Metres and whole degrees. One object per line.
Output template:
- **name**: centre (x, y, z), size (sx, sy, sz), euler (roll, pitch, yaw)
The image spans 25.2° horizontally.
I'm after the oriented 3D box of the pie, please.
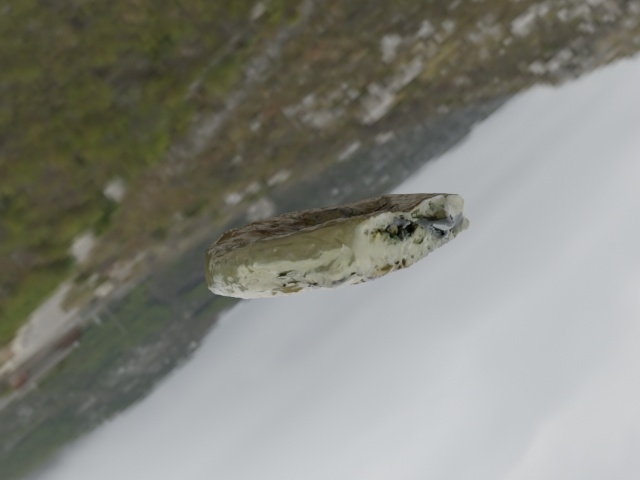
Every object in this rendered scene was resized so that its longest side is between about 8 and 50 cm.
- **pie**: centre (0.001, 0.003, 1.091), size (0.185, 0.052, 0.218), euler (-9, -172, 34)
